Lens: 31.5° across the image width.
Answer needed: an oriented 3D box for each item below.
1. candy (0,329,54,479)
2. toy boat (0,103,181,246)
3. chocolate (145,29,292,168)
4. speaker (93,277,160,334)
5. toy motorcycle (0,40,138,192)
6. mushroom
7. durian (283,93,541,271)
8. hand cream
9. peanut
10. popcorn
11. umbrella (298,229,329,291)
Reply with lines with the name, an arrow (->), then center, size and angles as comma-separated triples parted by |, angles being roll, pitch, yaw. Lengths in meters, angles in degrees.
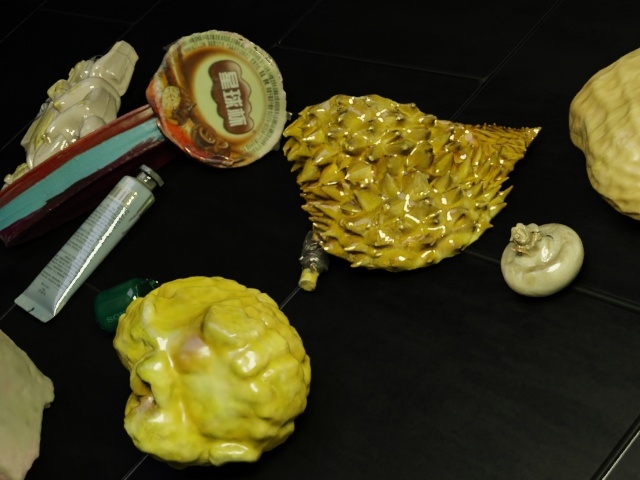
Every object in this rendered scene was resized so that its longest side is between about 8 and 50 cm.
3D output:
candy -> -0.435, 0.193, 1.376 | 0.137, 0.195, 0.185 | -18, 40, 24
toy boat -> -0.352, -0.103, 1.744 | 0.392, 0.136, 0.079 | -29, 66, 11
chocolate -> -0.133, -0.213, 1.642 | 0.221, 0.221, 0.147 | -24, 12, 17
speaker -> -0.249, 0.073, 1.474 | 0.075, 0.060, 0.094 | -21, 36, 19
toy motorcycle -> -0.412, -0.194, 1.898 | 0.222, 0.108, 0.341 | -10, 48, 46
mushroom -> 0.215, 0.011, 1.123 | 0.085, 0.079, 0.085 | -25, 32, 17
durian -> 0.084, -0.055, 1.290 | 0.305, 0.185, 0.196 | 5, 69, 20
hand cream -> -0.331, 0.002, 1.644 | 0.091, 0.058, 0.271 | 25, 69, 40
peanut -> 0.350, -0.111, 1.127 | 0.196, 0.110, 0.233 | -23, 34, 19
popcorn -> -0.120, 0.145, 1.199 | 0.200, 0.225, 0.203 | -38, -31, -74
umbrella -> 0.000, 0.000, 1.364 | 0.037, 0.040, 0.144 | -4, 45, 21
